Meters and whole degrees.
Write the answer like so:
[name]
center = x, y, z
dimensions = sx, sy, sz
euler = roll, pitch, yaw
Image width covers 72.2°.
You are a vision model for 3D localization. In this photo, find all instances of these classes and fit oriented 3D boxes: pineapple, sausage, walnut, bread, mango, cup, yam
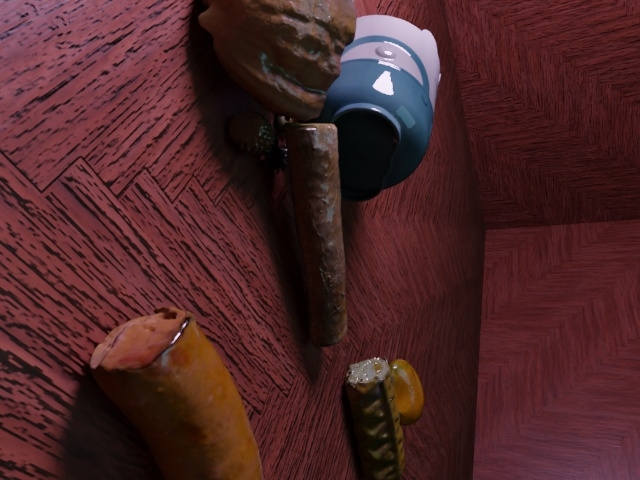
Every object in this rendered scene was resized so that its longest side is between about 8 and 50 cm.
[pineapple]
center = -0.080, -0.135, 0.616
dimensions = 0.124, 0.058, 0.058
euler = 33, 56, -72
[sausage]
center = -0.122, 0.194, 0.428
dimensions = 0.109, 0.108, 0.271
euler = -44, 125, -56
[walnut]
center = -0.040, -0.289, 0.564
dimensions = 0.204, 0.141, 0.238
euler = 37, 45, -32
[bread]
center = 0.112, 0.365, 0.869
dimensions = 0.098, 0.087, 0.270
euler = -41, 124, -61
[mango]
center = 0.192, 0.354, 1.034
dimensions = 0.115, 0.089, 0.165
euler = -15, 97, -53
[cup]
center = 0.080, -0.207, 0.775
dimensions = 0.290, 0.219, 0.258
euler = 105, 1, -55
[yam]
center = 0.000, 0.000, 0.668
dimensions = 0.081, 0.081, 0.357
euler = -43, 134, -57

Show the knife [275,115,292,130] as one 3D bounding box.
[knife]
center = -0.051, -0.343, 0.706
dimensions = 0.061, 0.027, 0.343
euler = 17, 73, -46
